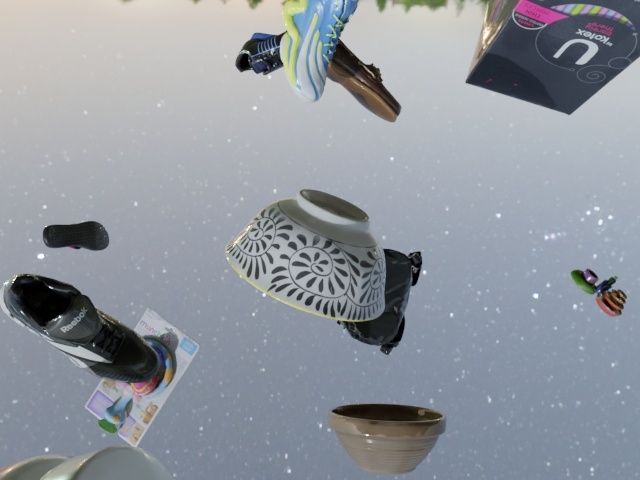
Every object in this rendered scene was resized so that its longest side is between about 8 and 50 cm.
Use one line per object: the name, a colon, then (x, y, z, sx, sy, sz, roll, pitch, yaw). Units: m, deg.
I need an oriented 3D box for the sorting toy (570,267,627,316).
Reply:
sorting toy: (0.467, 0.077, 0.932, 0.061, 0.042, 0.102, -11, -124, -50)

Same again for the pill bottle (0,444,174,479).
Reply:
pill bottle: (-0.363, 0.376, 0.634, 0.392, 0.224, 0.224, -23, -161, 18)

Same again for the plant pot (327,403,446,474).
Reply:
plant pot: (0.132, 0.399, 1.134, 0.238, 0.109, 0.237, 2, 173, 0)

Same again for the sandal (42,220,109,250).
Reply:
sandal: (-0.540, -0.010, 1.241, 0.040, 0.067, 0.179, -7, 176, 25)

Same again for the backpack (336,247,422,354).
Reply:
backpack: (0.077, 0.070, 0.843, 0.115, 0.151, 0.182, 20, -177, 1)

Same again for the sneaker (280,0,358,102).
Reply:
sneaker: (0.001, -0.353, 0.927, 0.126, 0.240, 0.091, 5, -164, 41)

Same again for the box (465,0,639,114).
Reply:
box: (0.311, -0.291, 0.698, 0.165, 0.143, 0.270, 18, 168, 1)

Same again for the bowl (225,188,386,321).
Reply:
bowl: (0.000, 0.000, 0.552, 0.170, 0.080, 0.170, 21, -164, -6)

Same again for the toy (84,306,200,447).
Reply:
toy: (-0.351, 0.264, 1.078, 0.137, 0.237, 0.056, 33, -176, 13)

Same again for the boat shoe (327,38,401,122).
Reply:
boat shoe: (0.079, -0.312, 1.077, 0.207, 0.073, 0.073, 37, 170, -15)

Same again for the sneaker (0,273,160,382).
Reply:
sneaker: (-0.314, 0.117, 0.741, 0.234, 0.106, 0.078, 36, -117, -13)

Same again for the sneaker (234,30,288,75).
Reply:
sneaker: (-0.095, -0.404, 1.230, 0.232, 0.081, 0.090, 14, -113, 46)
